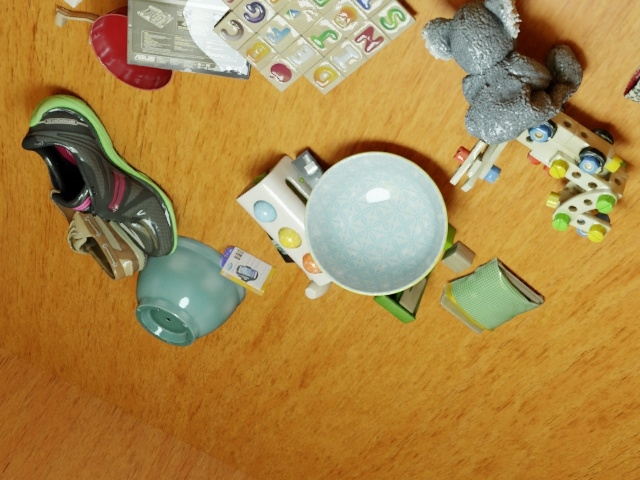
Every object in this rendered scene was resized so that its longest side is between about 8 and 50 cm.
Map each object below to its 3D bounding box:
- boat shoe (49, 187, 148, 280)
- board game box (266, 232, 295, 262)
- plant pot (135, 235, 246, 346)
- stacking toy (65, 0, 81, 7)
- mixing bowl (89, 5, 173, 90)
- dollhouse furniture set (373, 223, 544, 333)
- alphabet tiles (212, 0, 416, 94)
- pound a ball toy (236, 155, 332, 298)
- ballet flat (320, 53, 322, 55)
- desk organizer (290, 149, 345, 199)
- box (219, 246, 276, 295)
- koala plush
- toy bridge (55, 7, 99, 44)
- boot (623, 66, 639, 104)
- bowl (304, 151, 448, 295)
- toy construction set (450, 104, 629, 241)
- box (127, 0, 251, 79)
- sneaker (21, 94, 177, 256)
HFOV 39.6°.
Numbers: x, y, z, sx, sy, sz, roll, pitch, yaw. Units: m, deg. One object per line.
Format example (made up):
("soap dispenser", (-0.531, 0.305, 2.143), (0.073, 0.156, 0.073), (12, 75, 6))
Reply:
("boat shoe", (-0.591, -0.024, 2.294), (0.324, 0.120, 0.122), (40, 143, 14))
("board game box", (0.000, 0.000, 2.083), (0.260, 0.030, 0.136), (0, 134, 33))
("plant pot", (-0.371, 0.155, 2.364), (0.293, 0.196, 0.293), (17, 142, 14))
("stacking toy", (-0.349, -0.550, 1.409), (0.130, 0.309, 0.279), (38, 145, -2))
("mixing bowl", (-0.350, -0.397, 1.756), (0.181, 0.098, 0.181), (17, 144, 13))
("dollhouse furniture set", (0.306, 0.130, 1.944), (0.301, 0.151, 0.197), (37, 143, -14))
("alphabet tiles", (-0.016, -0.407, 1.528), (0.285, 0.011, 0.342), (40, 127, -23))
("pound a ball toy", (-0.056, -0.002, 1.982), (0.319, 0.135, 0.208), (48, 136, -13))
("ballet flat", (-0.067, -0.351, 1.659), (0.203, 0.074, 0.074), (4, 138, 28))
("desk organizer", (-0.003, -0.133, 1.901), (0.047, 0.050, 0.130), (-36, 98, 16))
("box", (-0.189, 0.074, 2.246), (0.136, 0.081, 0.028), (28, 145, -1))
("koala plush", (0.281, -0.290, 1.436), (0.196, 0.203, 0.221), (-12, 117, 41))
("toy bridge", (-0.465, -0.434, 1.844), (0.188, 0.026, 0.063), (29, 141, -2))
("boot", (0.596, -0.250, 1.357), (0.179, 0.085, 0.236), (30, 144, 0))
("bowl", (0.125, -0.033, 1.828), (0.290, 0.289, 0.156), (17, -176, 14))
("toy construction set", (0.405, -0.128, 1.587), (0.328, 0.151, 0.215), (21, 145, -10))
("box", (-0.233, -0.399, 1.618), (0.231, 0.056, 0.183), (6, 125, -4))
("sneaker", (-0.532, -0.118, 2.123), (0.185, 0.202, 0.483), (-11, 129, 41))
